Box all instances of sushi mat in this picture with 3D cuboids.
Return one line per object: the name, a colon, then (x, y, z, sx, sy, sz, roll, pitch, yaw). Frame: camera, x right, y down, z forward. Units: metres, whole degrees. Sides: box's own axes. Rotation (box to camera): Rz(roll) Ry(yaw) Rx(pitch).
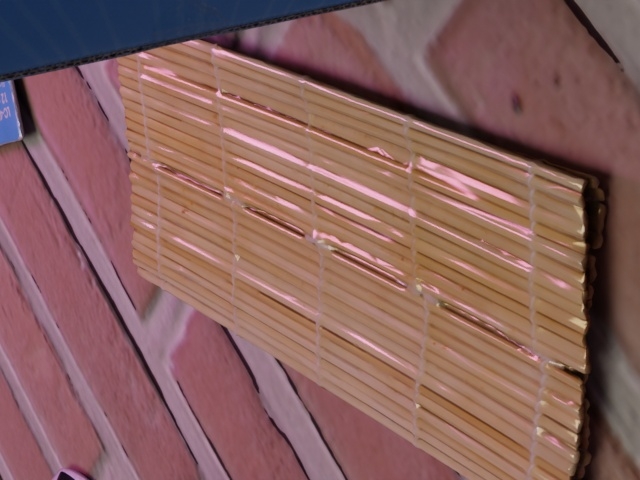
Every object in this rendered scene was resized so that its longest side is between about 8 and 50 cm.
sushi mat: (0.000, 0.000, 0.594, 0.316, 0.019, 0.151, 27, 125, 45)

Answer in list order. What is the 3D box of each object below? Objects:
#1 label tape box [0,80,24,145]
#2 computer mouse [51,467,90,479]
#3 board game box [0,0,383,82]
label tape box: (-0.328, -0.209, 0.870, 0.249, 0.115, 0.348, -6, 99, 55)
computer mouse: (-0.136, 0.216, 0.867, 0.193, 0.042, 0.106, 29, 129, 45)
board game box: (-0.135, -0.130, 0.470, 0.308, 0.302, 0.086, 21, 122, 48)
